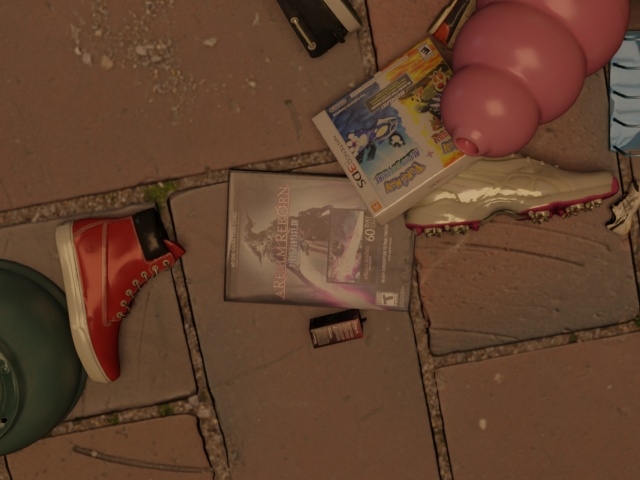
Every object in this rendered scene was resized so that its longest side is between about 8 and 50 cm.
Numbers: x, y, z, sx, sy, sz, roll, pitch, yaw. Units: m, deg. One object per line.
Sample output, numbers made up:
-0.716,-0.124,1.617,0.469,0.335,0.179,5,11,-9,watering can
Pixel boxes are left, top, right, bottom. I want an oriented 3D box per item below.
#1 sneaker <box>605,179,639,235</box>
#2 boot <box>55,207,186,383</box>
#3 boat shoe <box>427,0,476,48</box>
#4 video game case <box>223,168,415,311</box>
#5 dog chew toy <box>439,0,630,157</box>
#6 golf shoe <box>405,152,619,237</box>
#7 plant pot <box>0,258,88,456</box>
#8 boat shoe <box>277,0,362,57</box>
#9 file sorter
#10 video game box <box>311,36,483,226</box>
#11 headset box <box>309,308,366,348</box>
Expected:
0.435,-0.049,1.900,0.037,0.032,0.083,16,101,-3,sneaker
-0.273,0.081,1.914,0.176,0.088,0.244,-9,98,1,boot
0.205,-0.331,1.840,0.043,0.049,0.137,35,102,-9,boat shoe
0.000,0.000,1.922,0.274,0.026,0.196,3,101,0,video game case
0.266,-0.245,1.731,0.206,0.206,0.332,37,67,-6,dog chew toy
0.265,-0.088,1.858,0.306,0.115,0.140,-7,82,-5,golf shoe
-0.492,0.187,1.881,0.293,0.196,0.293,0,101,1,plant pot
-0.068,-0.380,1.794,0.091,0.114,0.302,-37,103,12,boat shoe
0.468,-0.204,1.832,0.118,0.104,0.170,-2,101,1,file sorter
0.117,-0.151,1.833,0.205,0.048,0.187,-35,67,7,video game box
0.027,0.127,1.927,0.083,0.062,0.032,-14,101,5,headset box
